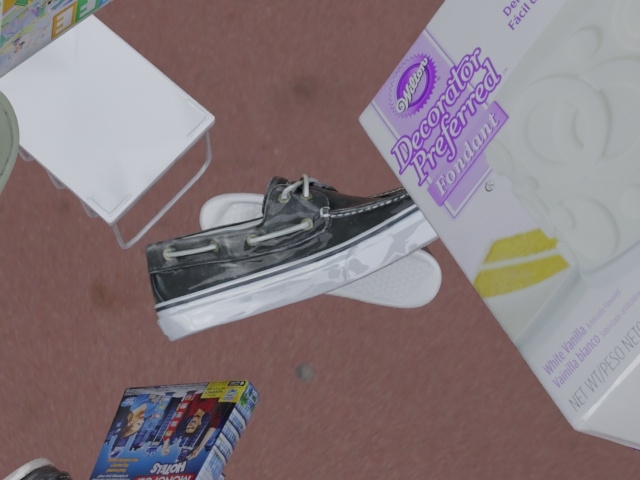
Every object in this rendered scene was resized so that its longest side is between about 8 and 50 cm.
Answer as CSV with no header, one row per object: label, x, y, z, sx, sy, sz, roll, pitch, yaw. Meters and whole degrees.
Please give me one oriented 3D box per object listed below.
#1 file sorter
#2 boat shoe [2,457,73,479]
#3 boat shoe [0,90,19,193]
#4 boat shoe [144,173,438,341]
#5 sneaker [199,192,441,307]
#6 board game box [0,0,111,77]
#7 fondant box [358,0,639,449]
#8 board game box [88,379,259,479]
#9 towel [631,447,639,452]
file sorter,-0.301,-0.150,1.754,0.277,0.173,0.193,40,76,12
boat shoe,-0.399,0.380,1.454,0.335,0.112,0.095,-41,58,-19
boat shoe,-0.239,-0.009,0.632,0.068,0.081,0.228,6,37,33
boat shoe,-0.025,-0.006,1.261,0.335,0.121,0.119,-21,93,13
sneaker,0.000,0.000,1.607,0.295,0.147,0.105,15,105,-2
board game box,-0.123,-0.162,0.718,0.026,0.103,0.154,46,65,5
fondant box,0.183,-0.065,0.847,0.096,0.238,0.330,20,27,-37
board game box,-0.168,0.241,1.371,0.060,0.194,0.194,51,49,-30
towel,0.360,0.217,1.422,0.060,0.083,0.009,-10,113,-33
